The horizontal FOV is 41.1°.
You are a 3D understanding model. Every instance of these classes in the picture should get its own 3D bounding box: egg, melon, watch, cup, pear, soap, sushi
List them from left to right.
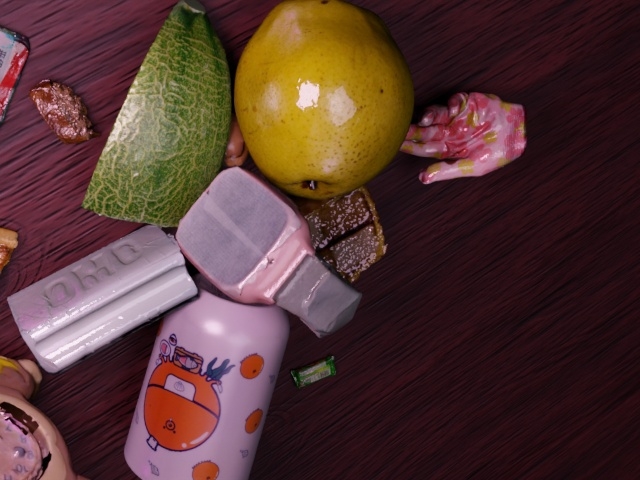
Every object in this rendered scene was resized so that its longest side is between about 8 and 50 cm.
[{"bbox_3d":[-0.530,0.374,1.225,0.314,0.335,0.327,16,122,-39],"label":"watch"},{"bbox_3d":[-0.357,-0.180,1.199,0.055,0.052,0.120,-29,122,2],"label":"sushi"},{"bbox_3d":[-0.323,0.079,1.272,0.261,0.150,0.094,-30,126,-16],"label":"soap"},{"bbox_3d":[-0.219,-0.185,1.230,0.196,0.124,0.323,7,109,-39],"label":"melon"},{"bbox_3d":[-0.177,0.223,1.385,0.212,0.212,0.317,9,105,-32],"label":"cup"},{"bbox_3d":[-0.142,-0.156,1.319,0.071,0.071,0.083,5,95,-31],"label":"egg"},{"bbox_3d":[-0.058,0.030,1.262,0.162,0.253,0.241,-50,146,3],"label":"watch"},{"bbox_3d":[0.006,-0.204,1.256,0.294,0.294,0.294,-12,117,-25],"label":"pear"}]

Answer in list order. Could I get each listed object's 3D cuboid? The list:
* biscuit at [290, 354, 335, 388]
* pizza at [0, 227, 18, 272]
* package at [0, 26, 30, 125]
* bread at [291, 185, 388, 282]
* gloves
[{"bbox_3d":[-0.013,0.249,1.605,0.089,0.016,0.046,-19,118,-22],"label":"biscuit"},{"bbox_3d":[-0.507,0.043,1.215,0.175,0.046,0.134,-26,122,-18],"label":"pizza"},{"bbox_3d":[-0.507,-0.228,1.099,0.232,0.040,0.166,21,101,-36],"label":"package"},{"bbox_3d":[0.000,0.000,1.451,0.222,0.096,0.181,-34,121,-13],"label":"bread"},{"bbox_3d":[0.237,-0.185,1.497,0.241,0.126,0.145,0,120,1],"label":"gloves"}]
